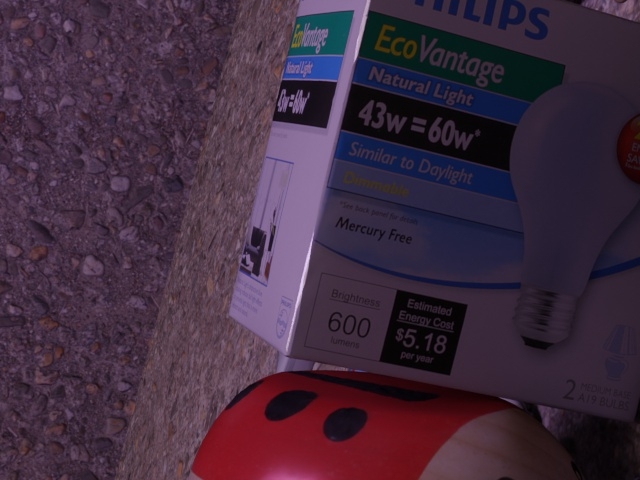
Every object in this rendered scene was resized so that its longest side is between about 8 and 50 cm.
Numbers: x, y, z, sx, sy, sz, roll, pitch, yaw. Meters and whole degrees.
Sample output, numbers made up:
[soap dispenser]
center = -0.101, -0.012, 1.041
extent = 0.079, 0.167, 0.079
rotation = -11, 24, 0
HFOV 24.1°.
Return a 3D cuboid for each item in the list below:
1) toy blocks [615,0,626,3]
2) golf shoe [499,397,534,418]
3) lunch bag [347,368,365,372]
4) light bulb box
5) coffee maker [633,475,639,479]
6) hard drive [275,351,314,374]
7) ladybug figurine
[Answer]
[toy blocks]
center = 0.279, -0.289, 1.488
extent = 0.054, 0.148, 0.123
rotation = 120, 156, -44
[golf shoe]
center = 0.178, 0.231, 1.541
extent = 0.067, 0.086, 0.186
rotation = 120, 158, -51
[lunch bag]
center = 0.084, 0.150, 1.724
extent = 0.221, 0.138, 0.293
rotation = -60, 10, -16
[light bulb box]
center = 0.139, -0.052, 1.407
extent = 0.225, 0.358, 0.361
rotation = -159, 81, -71
[coffee maker]
center = 0.257, 0.281, 1.185
extent = 0.171, 0.120, 0.178
rotation = -113, 40, -64
[hard drive]
center = 0.000, 0.000, 1.907
extent = 0.353, 0.047, 0.233
rotation = 108, 167, -52
[ladybug figurine]
center = 0.054, 0.215, 1.380
extent = 0.449, 0.305, 0.162
rotation = 5, 98, 42
